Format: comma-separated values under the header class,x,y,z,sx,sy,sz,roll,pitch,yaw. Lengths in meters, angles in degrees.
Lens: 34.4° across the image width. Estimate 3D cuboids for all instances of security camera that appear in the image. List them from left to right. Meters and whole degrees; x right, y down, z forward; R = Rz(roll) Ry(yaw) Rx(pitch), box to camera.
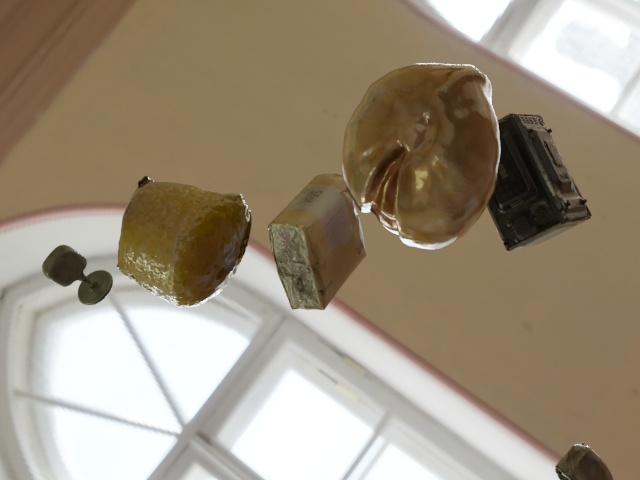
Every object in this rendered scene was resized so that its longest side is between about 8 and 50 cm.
class,x,y,z,sx,sy,sz,roll,pitch,yaw
security camera,-0.318,0.040,1.341,0.058,0.058,0.092,-51,-45,-13

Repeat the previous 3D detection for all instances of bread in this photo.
class,x,y,z,sx,sy,sz,roll,pitch,yaw
bread,-0.204,0.001,1.559,0.197,0.170,0.197,-59,-15,-27

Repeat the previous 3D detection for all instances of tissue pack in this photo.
class,x,y,z,sx,sy,sz,roll,pitch,yaw
tissue pack,0.000,0.000,1.872,0.222,0.090,0.186,-45,-51,-53

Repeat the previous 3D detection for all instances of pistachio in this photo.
class,x,y,z,sx,sy,sz,roll,pitch,yaw
pistachio,0.143,-0.116,1.403,0.230,0.230,0.309,-49,-18,-18

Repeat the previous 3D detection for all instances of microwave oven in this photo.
class,x,y,z,sx,sy,sz,roll,pitch,yaw
microwave oven,0.351,-0.102,1.747,0.129,0.205,0.163,-29,-10,28

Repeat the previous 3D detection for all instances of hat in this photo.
class,x,y,z,sx,sy,sz,roll,pitch,yaw
hat,0.567,0.519,2.044,0.149,0.244,0.214,-41,-44,-23
